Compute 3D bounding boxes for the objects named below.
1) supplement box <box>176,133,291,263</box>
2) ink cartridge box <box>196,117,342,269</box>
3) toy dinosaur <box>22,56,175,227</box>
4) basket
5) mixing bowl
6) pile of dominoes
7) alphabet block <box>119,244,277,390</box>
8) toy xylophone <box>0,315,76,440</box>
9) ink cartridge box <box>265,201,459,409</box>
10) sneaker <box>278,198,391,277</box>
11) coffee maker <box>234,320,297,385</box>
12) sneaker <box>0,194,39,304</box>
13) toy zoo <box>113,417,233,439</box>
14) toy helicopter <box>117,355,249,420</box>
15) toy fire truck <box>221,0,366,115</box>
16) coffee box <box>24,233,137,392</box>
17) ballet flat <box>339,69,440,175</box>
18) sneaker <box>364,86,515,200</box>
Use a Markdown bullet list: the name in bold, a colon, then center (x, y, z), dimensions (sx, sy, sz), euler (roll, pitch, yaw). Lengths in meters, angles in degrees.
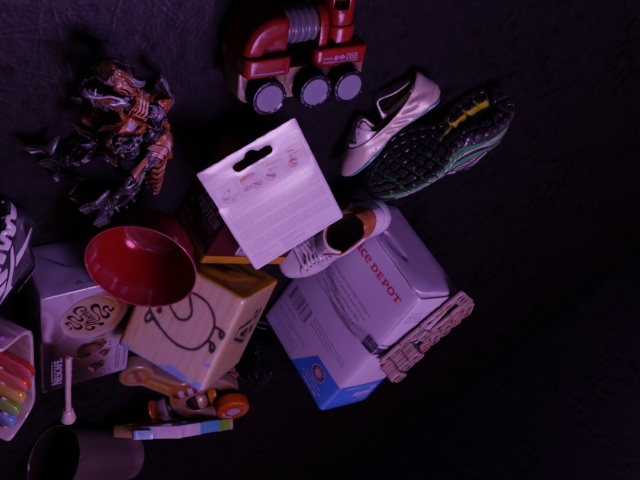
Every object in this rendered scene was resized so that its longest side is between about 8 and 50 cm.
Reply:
- **supplement box**: center (-0.123, -0.069, 1.334), dimensions (0.191, 0.129, 0.194), euler (3, 135, -43)
- **ink cartridge box**: center (-0.082, -0.080, 1.204), dimensions (0.181, 0.056, 0.225), euler (-31, 128, -3)
- **toy dinosaur**: center (-0.289, -0.135, 1.090), dimensions (0.218, 0.164, 0.322), euler (-43, 143, -11)
- **basket**: center (-0.558, 0.531, 1.781), dimensions (0.204, 0.154, 0.226), euler (-43, 151, 19)
- **mixing bowl**: center (-0.285, 0.014, 1.203), dimensions (0.181, 0.098, 0.182), euler (2, 132, 2)
- **pile of dominoes**: center (0.248, 0.218, 1.610), dimensions (0.251, 0.040, 0.196), euler (-42, 155, 10)
- **alphabet block**: center (-0.224, 0.130, 1.371), dimensions (0.197, 0.192, 0.193), euler (-65, 172, 14)
- **toy xylophone**: center (-0.555, 0.239, 1.293), dimensions (0.081, 0.236, 0.323), euler (-59, 164, -46)
- **ink cartridge box**: center (0.086, 0.148, 1.669), dimensions (0.166, 0.286, 0.395), euler (0, 136, -45)
- **sneaker**: center (0.000, 0.000, 1.504), dimensions (0.290, 0.106, 0.123), euler (-32, 175, 33)
- **coffee maker**: center (-0.115, 0.285, 1.795), dimensions (0.178, 0.171, 0.120), euler (-1, 138, -41)
- **sneaker**: center (-0.489, 0.056, 1.116), dimensions (0.106, 0.078, 0.235), euler (35, 66, -60)
- **toy zoo**: center (-0.372, 0.465, 1.812), dimensions (0.192, 0.030, 0.293), euler (-5, 169, 23)
- **toy helicopter**: center (-0.357, 0.359, 1.768), dimensions (0.235, 0.140, 0.355), euler (-34, 139, 20)
- **toy fire truck**: center (-0.021, -0.320, 1.076), dimensions (0.216, 0.158, 0.247), euler (-14, 133, -27)
- **coffee box**: center (-0.445, 0.135, 1.346), dimensions (0.168, 0.119, 0.297), euler (-13, 144, -31)
- **ballet flat**: center (0.112, -0.227, 1.385), dimensions (0.248, 0.086, 0.086), euler (-41, 148, 12)
- **sneaker**: center (0.250, -0.172, 1.515), dimensions (0.343, 0.134, 0.146), euler (-28, 153, -4)
